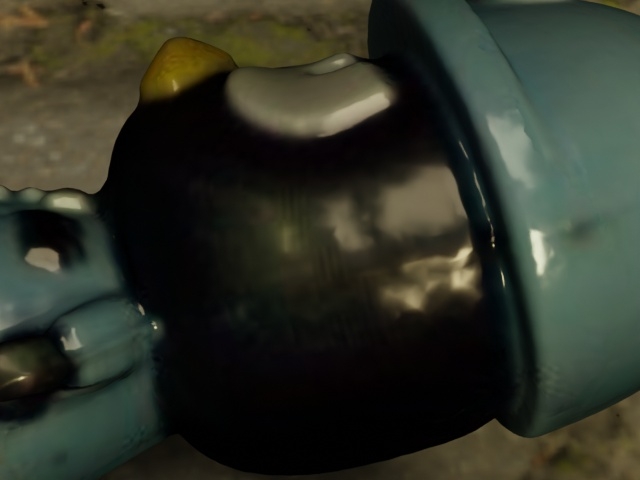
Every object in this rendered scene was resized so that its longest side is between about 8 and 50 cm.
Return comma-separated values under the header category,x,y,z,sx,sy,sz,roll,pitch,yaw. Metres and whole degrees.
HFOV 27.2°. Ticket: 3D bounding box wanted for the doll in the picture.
category,x,y,z,sx,sy,sz,roll,pitch,yaw
doll,0.000,0.000,0.396,0.314,0.177,0.141,-14,96,-6
